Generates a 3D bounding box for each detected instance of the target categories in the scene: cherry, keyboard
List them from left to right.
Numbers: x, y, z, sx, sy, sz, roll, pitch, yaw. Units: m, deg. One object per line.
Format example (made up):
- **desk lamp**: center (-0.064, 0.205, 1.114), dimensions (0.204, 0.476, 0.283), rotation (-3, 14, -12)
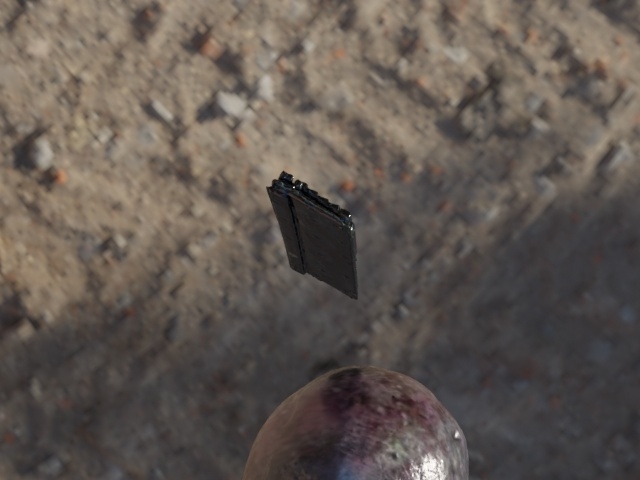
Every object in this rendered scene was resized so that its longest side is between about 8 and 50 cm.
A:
- **keyboard**: center (0.000, -0.001, 1.405), dimensions (0.023, 0.072, 0.231), rotation (-59, 169, -12)
- **cherry**: center (0.025, 0.196, 1.357), dimensions (0.195, 0.195, 0.195), rotation (-20, 132, -24)
